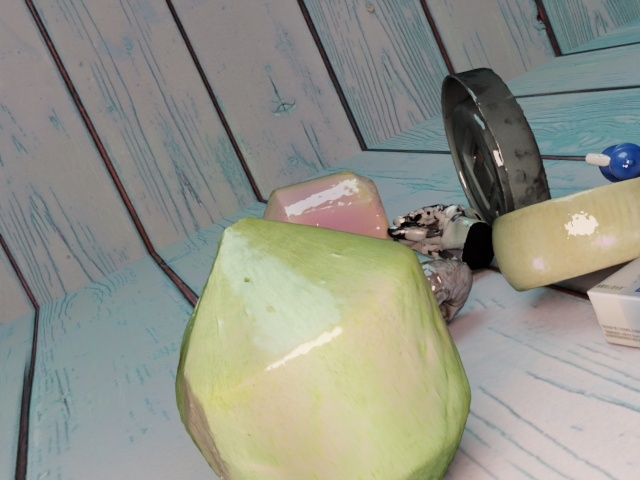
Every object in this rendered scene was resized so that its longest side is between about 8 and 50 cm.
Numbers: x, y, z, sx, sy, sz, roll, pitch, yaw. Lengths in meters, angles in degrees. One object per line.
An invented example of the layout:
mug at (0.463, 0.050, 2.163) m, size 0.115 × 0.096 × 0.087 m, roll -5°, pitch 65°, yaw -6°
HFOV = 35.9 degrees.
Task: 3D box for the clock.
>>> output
clock at (0.272, -0.122, 1.546) m, size 0.061 × 0.312 × 0.312 m, roll -20°, pitch 11°, yaw -4°

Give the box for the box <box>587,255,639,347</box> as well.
box at (0.405, 0.059, 1.052) m, size 0.139 × 0.073 × 0.194 m, roll -29°, pitch 12°, yaw -21°

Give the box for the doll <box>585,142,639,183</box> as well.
doll at (0.396, -0.100, 1.288) m, size 0.099 × 0.057 × 0.143 m, roll 12°, pitch 6°, yaw 13°

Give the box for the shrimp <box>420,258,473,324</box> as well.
shrimp at (0.063, 0.126, 1.345) m, size 0.343 × 0.116 × 0.145 m, roll -30°, pitch -11°, yaw -11°

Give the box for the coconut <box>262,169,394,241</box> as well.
coconut at (0.000, 0.000, 1.808) m, size 0.245 × 0.233 × 0.233 m, roll -17°, pitch 12°, yaw -2°

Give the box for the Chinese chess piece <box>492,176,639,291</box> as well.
Chinese chess piece at (0.346, -0.011, 1.263) m, size 0.250 × 0.101 × 0.250 m, roll -15°, pitch -5°, yaw -1°

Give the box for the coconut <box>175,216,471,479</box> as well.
coconut at (-0.008, 0.122, 0.976) m, size 0.281 × 0.328 × 0.328 m, roll -24°, pitch 11°, yaw 14°

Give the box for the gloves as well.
gloves at (0.199, 0.002, 1.628) m, size 0.111 × 0.127 × 0.212 m, roll -18°, pitch 13°, yaw -18°
